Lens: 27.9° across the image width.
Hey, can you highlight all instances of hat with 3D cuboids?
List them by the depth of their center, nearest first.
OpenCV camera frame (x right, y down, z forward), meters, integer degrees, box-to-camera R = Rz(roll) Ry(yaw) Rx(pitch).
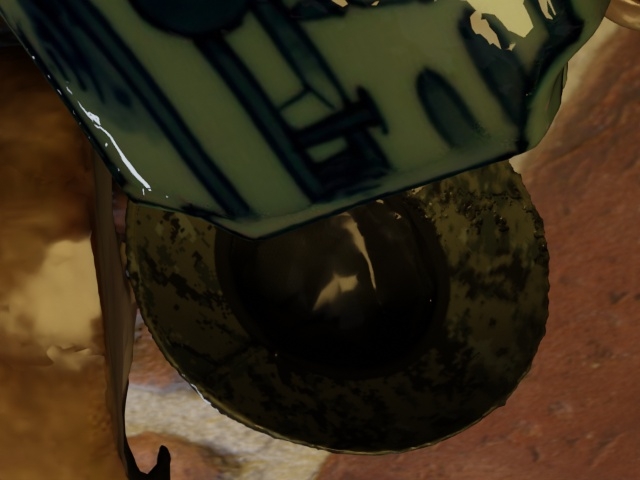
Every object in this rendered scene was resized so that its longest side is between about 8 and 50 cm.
[{"bbox_3d":[0.003,0.024,0.824,0.265,0.265,0.128,4,160,-9],"label":"hat"}]

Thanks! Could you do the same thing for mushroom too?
[{"bbox_3d":[-0.306,0.048,0.811,0.397,0.224,0.314,-3,136,-1],"label":"mushroom"}]

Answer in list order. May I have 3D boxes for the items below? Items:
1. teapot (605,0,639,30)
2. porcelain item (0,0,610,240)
[{"bbox_3d":[0.280,-0.196,0.631,0.300,0.253,0.344,7,141,18],"label":"teapot"},{"bbox_3d":[-0.018,-0.154,0.642,0.286,0.157,0.281,-16,122,26],"label":"porcelain item"}]
